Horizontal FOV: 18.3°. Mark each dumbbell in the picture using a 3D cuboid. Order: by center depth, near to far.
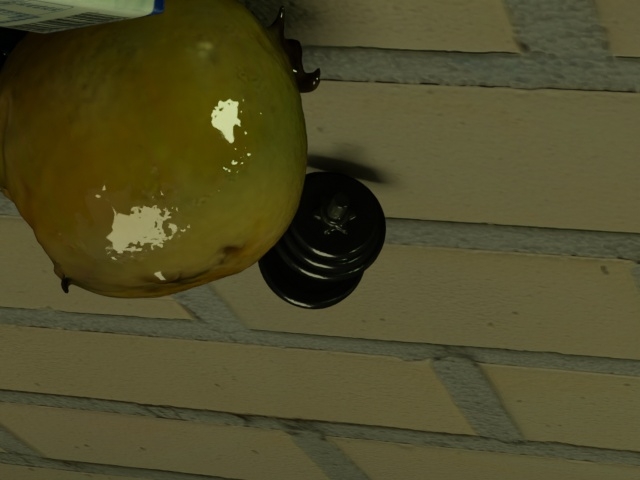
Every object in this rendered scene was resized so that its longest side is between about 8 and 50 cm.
[{"bbox_3d":[0.000,0.000,1.703,0.099,0.099,0.208,13,160,-5],"label":"dumbbell"}]

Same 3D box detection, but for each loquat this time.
[{"bbox_3d":[-0.113,-0.076,1.403,0.243,0.244,0.244,10,160,4],"label":"loquat"}]

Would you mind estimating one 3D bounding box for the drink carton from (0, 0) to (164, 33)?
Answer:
[{"bbox_3d":[-0.225,-0.196,1.112,0.106,0.131,0.315,-5,177,34],"label":"drink carton"}]

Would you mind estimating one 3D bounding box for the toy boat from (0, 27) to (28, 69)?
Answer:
[{"bbox_3d":[-0.197,-0.086,1.555,0.296,0.114,0.122,23,150,-27],"label":"toy boat"}]
